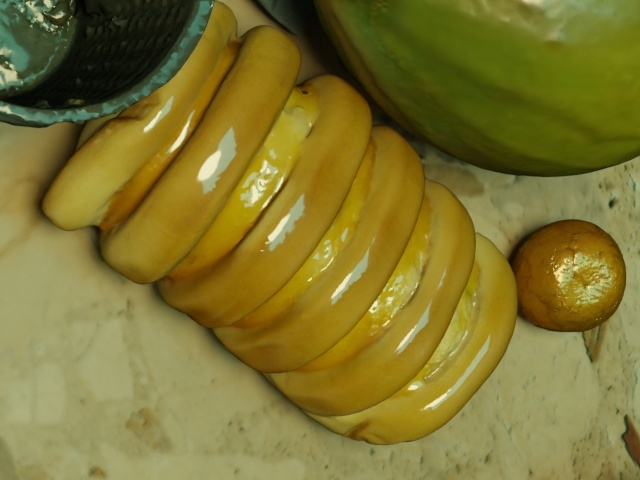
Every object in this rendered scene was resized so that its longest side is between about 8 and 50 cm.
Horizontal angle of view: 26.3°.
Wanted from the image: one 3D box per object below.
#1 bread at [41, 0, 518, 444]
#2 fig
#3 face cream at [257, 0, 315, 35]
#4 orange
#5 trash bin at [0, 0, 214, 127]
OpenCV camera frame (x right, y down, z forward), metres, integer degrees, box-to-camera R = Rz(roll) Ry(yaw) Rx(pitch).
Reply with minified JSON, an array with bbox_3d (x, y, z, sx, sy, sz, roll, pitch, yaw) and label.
[{"bbox_3d":[0.000,0.000,0.824,0.311,0.121,0.173,39,71,-26],"label":"bread"},{"bbox_3d":[0.114,-0.154,0.813,0.271,0.239,0.239,-7,94,-43],"label":"fig"},{"bbox_3d":[-0.120,-0.279,0.777,0.385,0.086,0.136,34,74,-31],"label":"face cream"},{"bbox_3d":[0.172,0.025,0.953,0.083,0.070,0.083,-2,97,-19],"label":"orange"},{"bbox_3d":[-0.162,-0.136,0.705,0.175,0.161,0.175,1,87,-27],"label":"trash bin"}]
